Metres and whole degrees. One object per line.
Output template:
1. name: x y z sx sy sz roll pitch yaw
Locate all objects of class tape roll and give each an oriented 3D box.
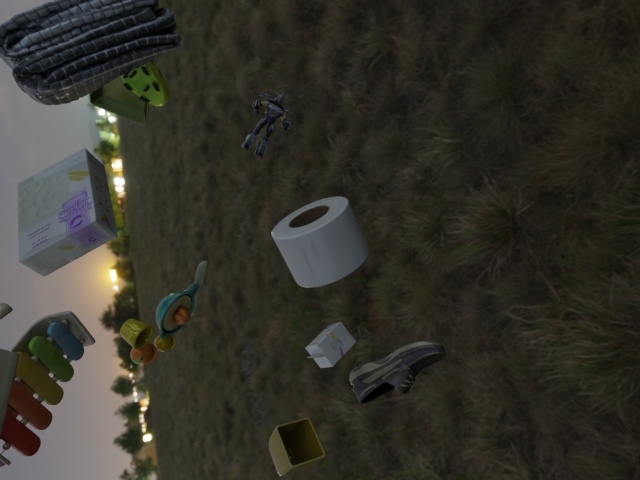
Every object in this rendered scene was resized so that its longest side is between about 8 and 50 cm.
1. tape roll: 0.000 0.000 1.341 0.246 0.246 0.169 24 144 62

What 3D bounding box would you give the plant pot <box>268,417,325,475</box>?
1. plant pot: -0.055 0.410 0.890 0.083 0.081 0.081 -59 47 33

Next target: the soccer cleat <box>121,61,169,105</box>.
1. soccer cleat: -0.430 -0.433 1.028 0.289 0.121 0.093 49 127 -6

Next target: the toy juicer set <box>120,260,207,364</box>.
1. toy juicer set: -0.413 0.231 1.317 0.089 0.329 0.209 25 132 18

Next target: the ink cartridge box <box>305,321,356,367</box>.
1. ink cartridge box: 0.028 0.356 1.526 0.090 0.143 0.092 52 148 -2

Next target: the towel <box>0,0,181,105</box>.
1. towel: -0.397 -0.339 0.811 0.235 0.283 0.121 19 137 64

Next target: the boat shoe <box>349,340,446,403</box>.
1. boat shoe: 0.269 0.457 1.549 0.355 0.132 0.130 -30 48 20

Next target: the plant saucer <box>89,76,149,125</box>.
1. plant saucer: -0.609 -0.472 1.403 0.188 0.188 0.045 118 170 -46

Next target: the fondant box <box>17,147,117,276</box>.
1. fondant box: -0.744 -0.091 1.334 0.330 0.238 0.096 61 180 35

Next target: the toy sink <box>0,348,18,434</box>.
1. toy sink: -0.511 0.263 0.578 0.153 0.131 0.234 -32 49 24

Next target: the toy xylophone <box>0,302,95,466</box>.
1. toy xylophone: -0.623 0.278 0.943 0.236 0.081 0.323 69 -156 -44

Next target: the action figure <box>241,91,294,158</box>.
1. action figure: -0.220 -0.492 1.922 0.285 0.185 0.099 -60 14 10
